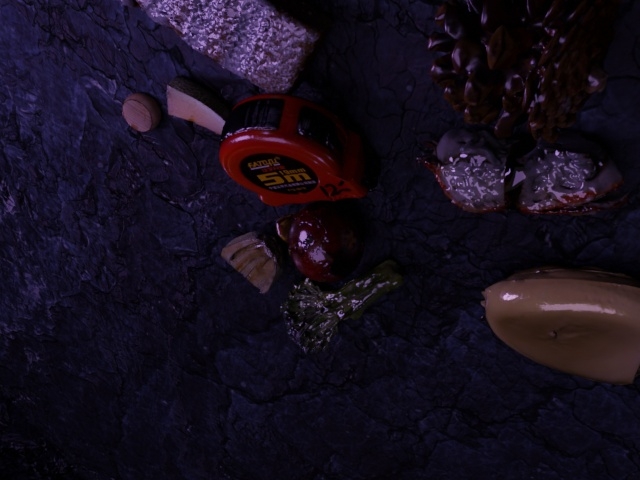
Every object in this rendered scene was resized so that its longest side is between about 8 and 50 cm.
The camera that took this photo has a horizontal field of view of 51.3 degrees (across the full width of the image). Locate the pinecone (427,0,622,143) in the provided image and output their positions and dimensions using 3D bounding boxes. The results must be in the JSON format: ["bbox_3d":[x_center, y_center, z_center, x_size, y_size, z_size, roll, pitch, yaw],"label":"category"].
[{"bbox_3d":[0.268,-0.262,0.927,0.264,0.264,0.264,15,131,17],"label":"pinecone"}]

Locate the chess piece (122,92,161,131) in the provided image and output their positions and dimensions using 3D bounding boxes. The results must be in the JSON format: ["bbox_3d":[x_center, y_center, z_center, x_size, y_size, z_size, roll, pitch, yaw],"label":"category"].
[{"bbox_3d":[-0.376,-0.269,1.402,0.084,0.038,0.083,14,133,16],"label":"chess piece"}]

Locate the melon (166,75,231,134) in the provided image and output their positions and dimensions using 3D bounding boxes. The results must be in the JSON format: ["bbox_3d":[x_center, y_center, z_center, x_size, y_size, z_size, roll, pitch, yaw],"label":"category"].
[{"bbox_3d":[-0.223,-0.251,1.326,0.182,0.054,0.098,26,139,8],"label":"melon"}]

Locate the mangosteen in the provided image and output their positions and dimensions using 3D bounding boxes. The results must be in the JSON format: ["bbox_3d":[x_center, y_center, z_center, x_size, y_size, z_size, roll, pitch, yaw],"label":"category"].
[{"bbox_3d":[0.000,0.000,1.348,0.180,0.166,0.166,14,137,53],"label":"mangosteen"}]

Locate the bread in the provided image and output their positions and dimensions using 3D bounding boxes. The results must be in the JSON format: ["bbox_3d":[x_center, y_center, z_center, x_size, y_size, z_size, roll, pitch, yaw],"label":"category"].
[{"bbox_3d":[-0.190,-0.408,1.140,0.417,0.113,0.165,31,136,1],"label":"bread"}]

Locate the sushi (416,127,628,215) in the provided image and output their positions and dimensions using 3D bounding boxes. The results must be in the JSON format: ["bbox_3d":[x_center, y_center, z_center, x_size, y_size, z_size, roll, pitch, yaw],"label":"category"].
[{"bbox_3d":[0.324,-0.117,1.092,0.332,0.124,0.130,3,117,25],"label":"sushi"}]

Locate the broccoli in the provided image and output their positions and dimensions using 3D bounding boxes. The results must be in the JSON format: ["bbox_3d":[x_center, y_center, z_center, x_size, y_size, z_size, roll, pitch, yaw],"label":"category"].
[{"bbox_3d":[0.052,0.130,1.445,0.304,0.145,0.165,-33,111,29],"label":"broccoli"}]

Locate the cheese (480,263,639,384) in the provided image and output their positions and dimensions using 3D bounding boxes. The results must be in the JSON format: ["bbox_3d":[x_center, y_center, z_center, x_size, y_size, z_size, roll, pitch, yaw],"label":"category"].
[{"bbox_3d":[0.453,0.147,1.234,0.316,0.128,0.259,16,134,18],"label":"cheese"}]

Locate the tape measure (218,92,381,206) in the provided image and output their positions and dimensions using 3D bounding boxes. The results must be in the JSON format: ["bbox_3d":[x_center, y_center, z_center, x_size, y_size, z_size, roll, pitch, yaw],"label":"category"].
[{"bbox_3d":[-0.052,-0.162,1.214,0.253,0.114,0.260,-5,151,32],"label":"tape measure"}]

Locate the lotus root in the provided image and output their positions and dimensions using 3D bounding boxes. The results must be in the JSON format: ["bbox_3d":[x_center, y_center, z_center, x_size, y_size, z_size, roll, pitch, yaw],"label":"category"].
[{"bbox_3d":[-0.131,0.033,1.494,0.143,0.070,0.144,47,137,-5],"label":"lotus root"}]
